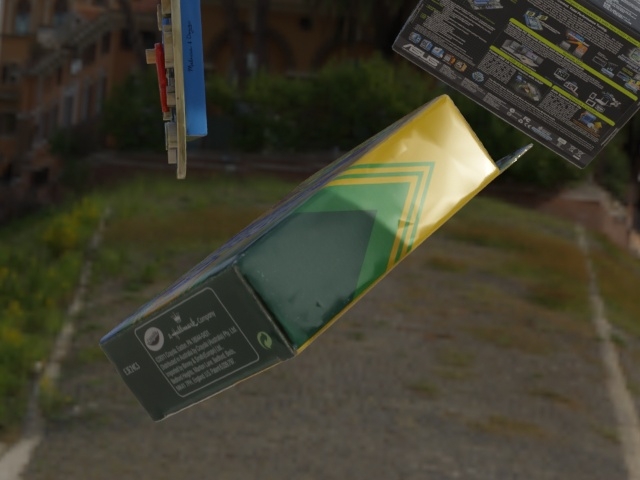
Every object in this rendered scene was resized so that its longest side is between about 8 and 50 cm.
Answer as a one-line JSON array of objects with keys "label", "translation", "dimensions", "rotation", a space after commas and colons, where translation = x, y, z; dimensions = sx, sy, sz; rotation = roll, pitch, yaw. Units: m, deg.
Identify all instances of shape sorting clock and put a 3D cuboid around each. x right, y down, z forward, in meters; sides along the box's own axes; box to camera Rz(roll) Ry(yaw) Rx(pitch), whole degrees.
[{"label": "shape sorting clock", "translation": [-0.124, -0.153, 1.199], "dimensions": [0.040, 0.206, 0.206], "rotation": [-3, -2, -11]}]

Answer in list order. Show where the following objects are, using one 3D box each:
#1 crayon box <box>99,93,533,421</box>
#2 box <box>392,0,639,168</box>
[{"label": "crayon box", "translation": [0.000, 0.000, 1.141], "dimensions": [0.323, 0.083, 0.203], "rotation": [-39, 6, -41]}, {"label": "box", "translation": [0.241, -0.223, 1.613], "dimensions": [0.270, 0.060, 0.216], "rotation": [32, -38, -2]}]
